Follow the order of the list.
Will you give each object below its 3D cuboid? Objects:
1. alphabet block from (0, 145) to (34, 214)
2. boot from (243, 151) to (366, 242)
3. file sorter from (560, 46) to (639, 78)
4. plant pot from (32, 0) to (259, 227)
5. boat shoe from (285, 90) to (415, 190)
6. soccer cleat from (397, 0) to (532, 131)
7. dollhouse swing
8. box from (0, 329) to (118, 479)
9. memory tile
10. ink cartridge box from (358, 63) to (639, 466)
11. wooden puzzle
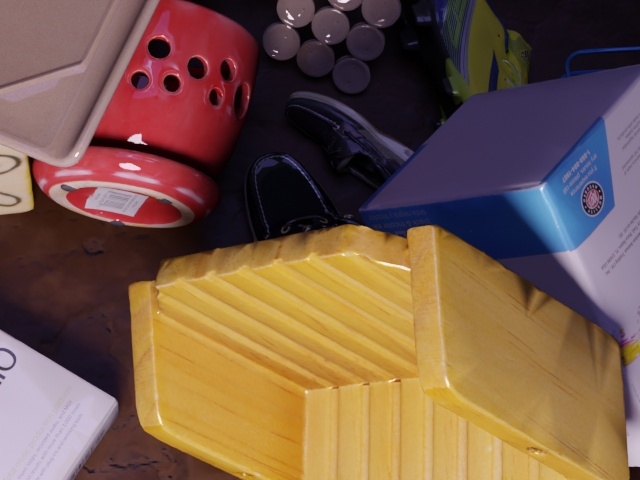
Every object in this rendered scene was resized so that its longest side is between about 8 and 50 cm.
[{"bbox_3d":[-0.362,-0.135,1.739,0.197,0.192,0.193,-5,70,-8],"label":"alphabet block"},{"bbox_3d":[0.002,0.000,1.721,0.085,0.178,0.236,-19,72,-12],"label":"boot"},{"bbox_3d":[0.267,-0.092,1.789,0.118,0.170,0.104,-4,66,-7],"label":"file sorter"},{"bbox_3d":[-0.158,-0.110,1.751,0.191,0.191,0.174,8,75,-2],"label":"plant pot"},{"bbox_3d":[0.029,-0.086,1.826,0.152,0.056,0.049,29,63,7],"label":"boat shoe"},{"bbox_3d":[0.159,-0.145,1.844,0.121,0.093,0.289,-12,70,-19],"label":"soccer cleat"},{"bbox_3d":[0.023,0.200,1.515,0.315,0.347,0.305,31,63,-37],"label":"dollhouse swing"},{"bbox_3d":[-0.370,0.156,1.690,0.322,0.058,0.232,29,68,8],"label":"box"},{"bbox_3d":[0.017,-0.219,1.843,0.113,0.148,0.012,24,26,-3],"label":"memory tile"},{"bbox_3d":[0.206,0.027,1.633,0.198,0.197,0.270,-44,116,-40],"label":"ink cartridge box"},{"bbox_3d":[-0.266,-0.188,1.649,0.239,0.044,0.221,20,68,8],"label":"wooden puzzle"}]
